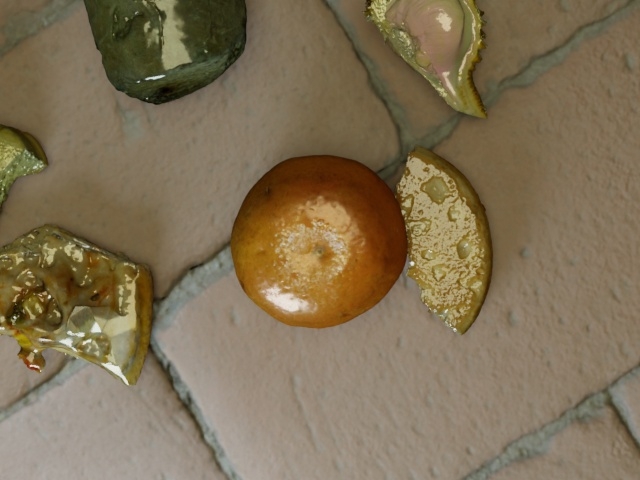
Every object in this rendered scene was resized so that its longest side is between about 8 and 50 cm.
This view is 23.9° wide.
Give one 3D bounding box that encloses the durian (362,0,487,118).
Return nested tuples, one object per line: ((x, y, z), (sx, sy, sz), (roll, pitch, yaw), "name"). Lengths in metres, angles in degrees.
((0.147, -0.249, 1.911), (0.140, 0.078, 0.224), (-31, 102, -8), "durian")

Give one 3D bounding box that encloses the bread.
((-0.443, -0.090, 1.943), (0.125, 0.086, 0.156), (40, 91, 7), "bread")

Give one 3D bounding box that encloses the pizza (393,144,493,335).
((0.157, -0.003, 1.926), (0.127, 0.058, 0.246), (-25, 93, 3), "pizza")

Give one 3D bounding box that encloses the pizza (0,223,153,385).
((-0.358, 0.076, 1.952), (0.297, 0.071, 0.189), (17, 94, 3), "pizza")

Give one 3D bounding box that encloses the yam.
((-0.203, -0.327, 1.868), (0.195, 0.195, 0.300), (-16, 91, 4), "yam")

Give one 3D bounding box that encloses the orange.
((0.000, 0.000, 1.878), (0.224, 0.170, 0.224), (2, 105, 7), "orange")
